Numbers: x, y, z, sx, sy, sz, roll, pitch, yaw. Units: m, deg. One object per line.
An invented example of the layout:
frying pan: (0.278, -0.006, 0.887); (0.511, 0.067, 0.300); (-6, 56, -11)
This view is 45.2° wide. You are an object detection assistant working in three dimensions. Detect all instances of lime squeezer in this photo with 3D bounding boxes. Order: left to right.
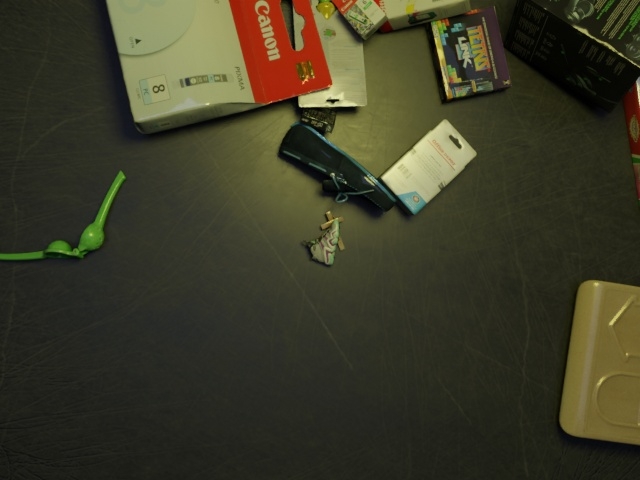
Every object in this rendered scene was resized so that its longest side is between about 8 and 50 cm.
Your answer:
lime squeezer: (-0.494, -0.010, 1.492); (0.310, 0.059, 0.110); (-32, 93, -5)

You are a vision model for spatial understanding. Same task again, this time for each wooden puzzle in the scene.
wooden puzzle: (0.684, 0.263, 1.606); (0.348, 0.080, 0.322); (9, 88, -1)

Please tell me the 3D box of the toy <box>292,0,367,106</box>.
toy: (0.016, -0.377, 1.548); (0.137, 0.056, 0.237); (-2, 84, -7)

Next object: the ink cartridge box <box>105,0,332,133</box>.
ink cartridge box: (-0.198, -0.399, 1.478); (0.385, 0.091, 0.308); (-15, 80, -2)

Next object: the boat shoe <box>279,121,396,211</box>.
boat shoe: (0.033, -0.131, 1.538); (0.258, 0.109, 0.089); (38, 93, 12)

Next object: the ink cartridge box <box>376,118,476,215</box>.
ink cartridge box: (0.215, -0.148, 1.564); (0.180, 0.060, 0.104); (-43, 93, -5)

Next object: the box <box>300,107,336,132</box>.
box: (-0.003, -0.247, 1.533); (0.067, 0.083, 0.018); (18, 119, -7)

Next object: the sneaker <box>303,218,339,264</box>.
sneaker: (0.000, 0.000, 1.543); (0.069, 0.038, 0.098); (11, 109, 0)

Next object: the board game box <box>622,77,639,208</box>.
board game box: (0.778, -0.221, 1.622); (0.242, 0.064, 0.316); (-9, 90, -6)

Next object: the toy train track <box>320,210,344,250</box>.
toy train track: (0.029, -0.020, 1.568); (0.048, 0.014, 0.083); (-22, 99, -6)

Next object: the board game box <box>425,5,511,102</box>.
board game box: (0.303, -0.382, 1.583); (0.141, 0.048, 0.170); (-13, 91, -5)

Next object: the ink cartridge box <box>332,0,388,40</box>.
ink cartridge box: (0.072, -0.454, 1.501); (0.063, 0.029, 0.115); (-41, 77, 13)

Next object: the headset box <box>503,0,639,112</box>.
headset box: (0.517, -0.395, 1.475); (0.283, 0.246, 0.131); (36, 87, 12)

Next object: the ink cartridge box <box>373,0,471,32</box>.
ink cartridge box: (0.172, -0.502, 1.530); (0.231, 0.078, 0.134); (-9, 85, 15)
